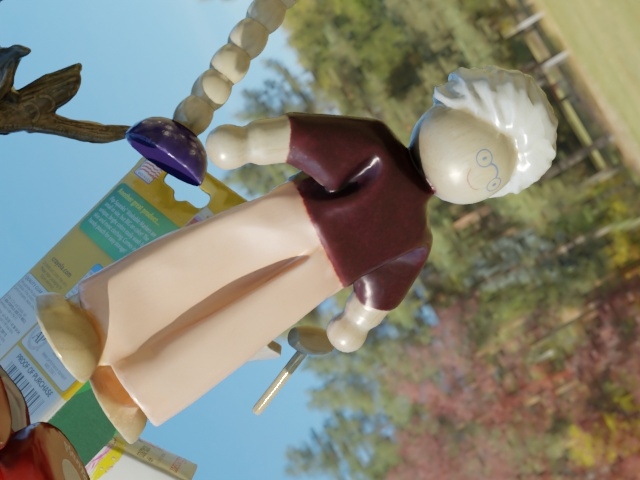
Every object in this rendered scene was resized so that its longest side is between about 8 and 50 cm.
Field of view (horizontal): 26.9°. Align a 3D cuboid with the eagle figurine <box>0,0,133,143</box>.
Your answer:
[{"bbox_3d":[-0.322,-0.183,1.138,0.226,0.225,0.298,36,-162,-50],"label":"eagle figurine"}]

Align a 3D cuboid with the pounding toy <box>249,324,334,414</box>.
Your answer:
[{"bbox_3d":[-0.129,0.130,1.701,0.154,0.269,0.155,27,-118,-45],"label":"pounding toy"}]

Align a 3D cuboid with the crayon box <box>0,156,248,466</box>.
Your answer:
[{"bbox_3d":[-0.208,0.066,1.355,0.203,0.323,0.083,35,169,49],"label":"crayon box"}]

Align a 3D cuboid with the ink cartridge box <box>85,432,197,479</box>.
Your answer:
[{"bbox_3d":[-0.291,0.311,1.644,0.232,0.168,0.171,26,178,0],"label":"ink cartridge box"}]

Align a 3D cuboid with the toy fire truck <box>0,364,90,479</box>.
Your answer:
[{"bbox_3d":[-0.290,0.115,0.954,0.302,0.169,0.254,62,-177,-40],"label":"toy fire truck"}]

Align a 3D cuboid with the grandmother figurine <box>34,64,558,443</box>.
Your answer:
[{"bbox_3d":[0.000,0.000,0.857,0.104,0.342,0.208,56,176,38],"label":"grandmother figurine"}]

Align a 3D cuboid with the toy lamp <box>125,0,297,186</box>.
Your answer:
[{"bbox_3d":[-0.045,-0.172,1.052,0.080,0.275,0.080,31,169,7],"label":"toy lamp"}]
